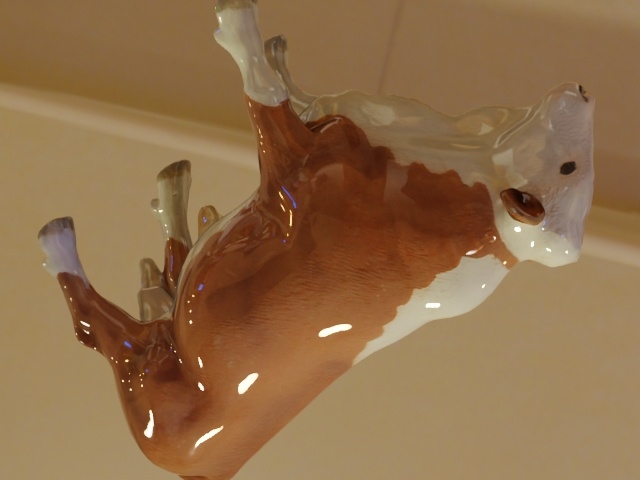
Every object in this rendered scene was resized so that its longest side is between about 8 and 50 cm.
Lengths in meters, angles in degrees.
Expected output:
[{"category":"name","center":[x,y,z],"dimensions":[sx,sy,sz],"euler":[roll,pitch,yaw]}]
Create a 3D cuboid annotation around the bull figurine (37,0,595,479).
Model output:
[{"category":"bull figurine","center":[-0.013,-0.001,0.589],"dimensions":[0.101,0.310,0.188],"euler":[-6,-122,-56]}]
